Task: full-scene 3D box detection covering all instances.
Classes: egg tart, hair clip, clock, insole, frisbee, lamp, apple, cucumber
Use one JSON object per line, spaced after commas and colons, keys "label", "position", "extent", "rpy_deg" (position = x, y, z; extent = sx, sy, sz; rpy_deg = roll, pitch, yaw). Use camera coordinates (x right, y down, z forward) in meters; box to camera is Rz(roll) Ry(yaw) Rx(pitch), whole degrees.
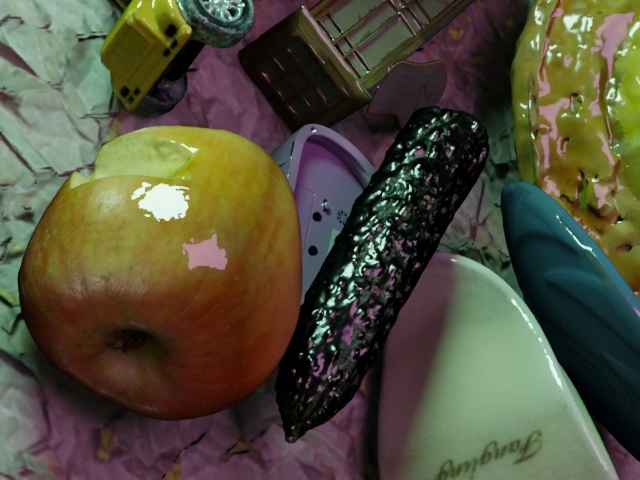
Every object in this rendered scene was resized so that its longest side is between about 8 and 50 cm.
{"label": "egg tart", "position": [0.359, -0.089, 1.518], "extent": [0.443, 0.178, 0.443], "rpy_deg": [5, 80, -31]}
{"label": "hair clip", "position": [0.127, 0.149, 1.289], "extent": [0.113, 0.172, 0.282], "rpy_deg": [37, 35, -53]}
{"label": "clock", "position": [0.000, 0.000, 1.320], "extent": [0.110, 0.050, 0.153], "rpy_deg": [28, 56, -27]}
{"label": "insole", "position": [0.069, -0.112, 1.377], "extent": [0.004, 0.064, 0.188], "rpy_deg": [33, 10, 14]}
{"label": "frisbee", "position": [0.203, 0.087, 1.337], "extent": [0.049, 0.289, 0.289], "rpy_deg": [-32, 93, -4]}
{"label": "lamp", "position": [0.073, -0.201, 1.443], "extent": [0.089, 0.090, 0.325], "rpy_deg": [53, 47, -7]}
{"label": "apple", "position": [-0.093, 0.013, 1.163], "extent": [0.199, 0.199, 0.199], "rpy_deg": [17, 61, -33]}
{"label": "cucumber", "position": [0.038, 0.020, 1.258], "extent": [0.072, 0.072, 0.300], "rpy_deg": [43, 50, -16]}

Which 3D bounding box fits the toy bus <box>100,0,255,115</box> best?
{"label": "toy bus", "position": [-0.059, -0.234, 1.332], "extent": [0.123, 0.121, 0.335], "rpy_deg": [42, 49, -5]}
